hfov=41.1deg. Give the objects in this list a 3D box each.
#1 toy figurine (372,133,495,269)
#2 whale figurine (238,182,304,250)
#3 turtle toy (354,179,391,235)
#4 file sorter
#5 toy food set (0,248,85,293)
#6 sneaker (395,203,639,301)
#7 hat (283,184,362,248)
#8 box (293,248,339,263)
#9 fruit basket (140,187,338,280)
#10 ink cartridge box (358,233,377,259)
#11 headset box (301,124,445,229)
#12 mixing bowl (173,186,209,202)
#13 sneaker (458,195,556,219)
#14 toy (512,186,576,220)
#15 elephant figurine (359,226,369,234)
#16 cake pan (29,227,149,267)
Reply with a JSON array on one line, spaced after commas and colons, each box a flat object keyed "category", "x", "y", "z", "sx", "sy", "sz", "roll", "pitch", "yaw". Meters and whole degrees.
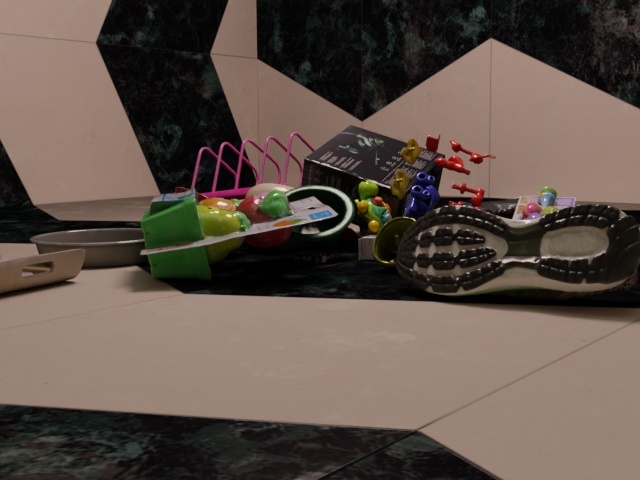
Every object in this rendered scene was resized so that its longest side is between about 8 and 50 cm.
[{"category": "toy figurine", "x": 0.225, "y": -0.019, "z": 1.782, "sx": 0.191, "sy": 0.217, "sz": 0.363, "roll": 15, "pitch": 53, "yaw": 10}, {"category": "whale figurine", "x": -0.106, "y": -0.031, "z": 1.991, "sx": 0.216, "sy": 0.141, "sz": 0.272, "roll": 13, "pitch": -19, "yaw": -13}, {"category": "turtle toy", "x": 0.116, "y": -0.069, "z": 1.870, "sx": 0.066, "sy": 0.130, "sz": 0.095, "roll": -29, "pitch": -8, "yaw": 0}, {"category": "file sorter", "x": -0.155, "y": -0.145, "z": 2.154, "sx": 0.290, "sy": 0.182, "sz": 0.202, "roll": -5, "pitch": -26, "yaw": 27}, {"category": "toy food set", "x": -0.606, "y": 0.034, "z": 1.510, "sx": 0.306, "sy": 0.092, "sz": 0.219, "roll": 4, "pitch": 8, "yaw": 27}, {"category": "sneaker", "x": 0.315, "y": 0.047, "z": 1.367, "sx": 0.410, "sy": 0.158, "sz": 0.182, "roll": 2, "pitch": -24, "yaw": 34}, {"category": "hat", "x": 0.000, "y": 0.000, "z": 1.863, "sx": 0.208, "sy": 0.184, "sz": 0.173, "roll": 2, "pitch": 46, "yaw": 7}, {"category": "box", "x": -0.008, "y": 0.033, "z": 1.791, "sx": 0.067, "sy": 0.018, "sz": 0.083, "roll": 3, "pitch": 8, "yaw": 27}, {"category": "fruit basket", "x": -0.164, "y": -0.042, "z": 1.630, "sx": 0.353, "sy": 0.165, "sz": 0.327, "roll": -18, "pitch": 11, "yaw": -5}, {"category": "ink cartridge box", "x": 0.109, "y": 0.015, "z": 1.805, "sx": 0.028, "sy": 0.048, "sz": 0.083, "roll": 2, "pitch": 7, "yaw": 26}, {"category": "headset box", "x": 0.115, "y": -0.148, "z": 2.036, "sx": 0.283, "sy": 0.131, "sz": 0.246, "roll": 21, "pitch": 35, "yaw": 20}, {"category": "mixing bowl", "x": -0.262, "y": -0.029, "z": 1.861, "sx": 0.181, "sy": 0.098, "sz": 0.181, "roll": 27, "pitch": -13, "yaw": 7}, {"category": "sneaker", "x": 0.449, "y": -0.050, "z": 2.154, "sx": 0.295, "sy": 0.105, "sz": 0.147, "roll": -1, "pitch": 10, "yaw": 25}, {"category": "toy", "x": 0.523, "y": -0.063, "z": 2.025, "sx": 0.136, "sy": 0.056, "sz": 0.237, "roll": 3, "pitch": 30, "yaw": 22}, {"category": "elephant figurine", "x": 0.029, "y": -0.108, "z": 2.257, "sx": 0.239, "sy": 0.186, "sz": 0.169, "roll": 13, "pitch": -27, "yaw": 7}, {"category": "cake pan", "x": -0.471, "y": 0.014, "z": 1.837, "sx": 0.293, "sy": 0.054, "sz": 0.293, "roll": 0, "pitch": 7, "yaw": 0}]
